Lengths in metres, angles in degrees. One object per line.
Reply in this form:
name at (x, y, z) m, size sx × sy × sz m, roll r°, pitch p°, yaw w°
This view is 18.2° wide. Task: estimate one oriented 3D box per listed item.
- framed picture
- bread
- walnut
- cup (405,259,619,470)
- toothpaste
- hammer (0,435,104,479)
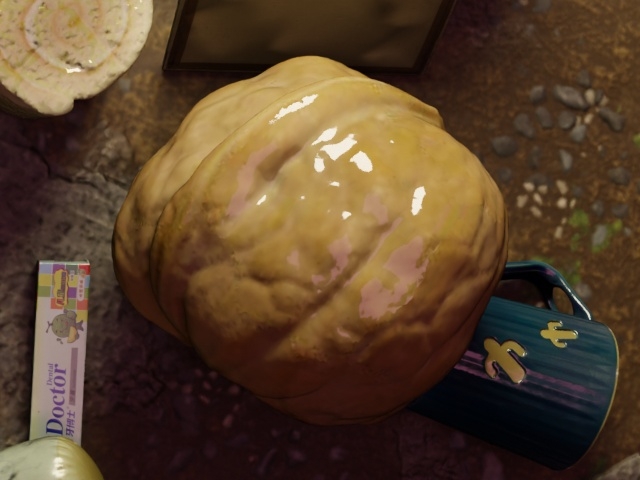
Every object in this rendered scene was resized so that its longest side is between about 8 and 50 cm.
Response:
framed picture at (-0.003, -0.189, 1.609) m, size 0.231 × 0.173 × 0.010 m, roll 1°, pitch 56°, yaw -17°
bread at (-0.213, -0.170, 1.550) m, size 0.134 × 0.141 × 0.148 m, roll 43°, pitch 80°, yaw -15°
walnut at (0.000, 0.000, 1.553) m, size 0.285 × 0.296 × 0.285 m, roll -28°, pitch 139°, yaw -27°
cup at (0.153, 0.092, 1.681) m, size 0.155 × 0.131 × 0.176 m, roll 18°, pitch 56°, yaw -19°
toothpaste at (-0.211, 0.096, 1.620) m, size 0.046 × 0.034 × 0.164 m, roll 3°, pitch 92°, yaw -13°
hammer at (-0.291, 0.131, 1.557) m, size 0.202 × 0.113 × 0.305 m, roll -18°, pitch 86°, yaw 4°
